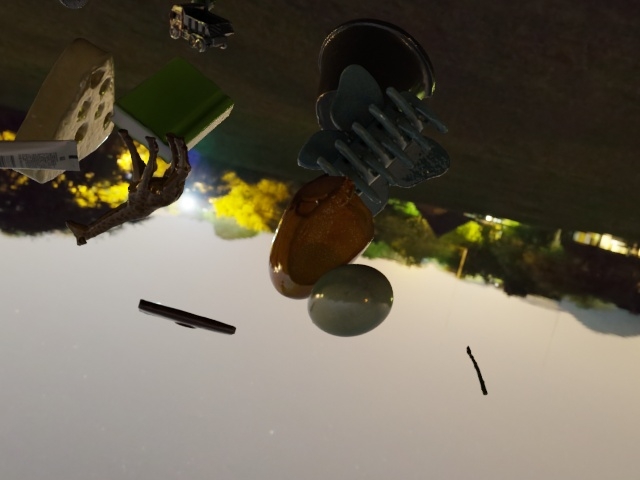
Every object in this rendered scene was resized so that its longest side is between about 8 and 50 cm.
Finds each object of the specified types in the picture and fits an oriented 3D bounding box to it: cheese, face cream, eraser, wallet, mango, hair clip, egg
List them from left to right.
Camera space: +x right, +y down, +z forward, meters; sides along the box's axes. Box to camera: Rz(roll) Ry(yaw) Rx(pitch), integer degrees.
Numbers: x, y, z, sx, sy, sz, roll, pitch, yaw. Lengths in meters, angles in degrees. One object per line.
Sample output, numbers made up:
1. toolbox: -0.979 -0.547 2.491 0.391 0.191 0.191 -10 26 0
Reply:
1. face cream: -0.643 -0.183 1.425 0.244 0.092 0.058 0 -128 -13
2. cheese: -0.645 -0.359 1.763 0.104 0.384 0.384 29 -177 -2
3. eraser: -0.391 -0.347 1.791 0.210 0.274 0.092 39 141 -3
4. wallet: -0.244 0.145 1.227 0.176 0.026 0.095 16 167 -9
5. mango: 0.000 0.000 1.382 0.201 0.199 0.350 18 -135 12
6. egg: 0.045 0.096 1.061 0.152 0.114 0.114 -23 160 33
7. hair clip: 0.137 -0.236 1.711 0.392 0.318 0.238 45 177 -7

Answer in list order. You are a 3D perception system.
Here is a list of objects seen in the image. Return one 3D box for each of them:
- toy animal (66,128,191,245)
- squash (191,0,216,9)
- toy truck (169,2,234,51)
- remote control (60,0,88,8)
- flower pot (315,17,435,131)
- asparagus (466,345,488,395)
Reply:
1. toy animal: -0.333 -0.084 1.195 0.149 0.275 0.054 27 -159 -26
2. squash: -0.296 -0.784 1.838 0.087 0.331 0.087 16 -145 -12
3. toy truck: -0.310 -0.552 1.730 0.083 0.092 0.192 -22 -138 -38
4. remote control: -0.474 -0.601 1.368 0.066 0.266 0.090 43 -152 7
5. flower pot: 0.120 -0.438 1.998 0.379 0.251 0.379 20 146 14
6. asparagus: 0.381 0.313 1.645 0.016 0.016 0.163 1 -144 -9
